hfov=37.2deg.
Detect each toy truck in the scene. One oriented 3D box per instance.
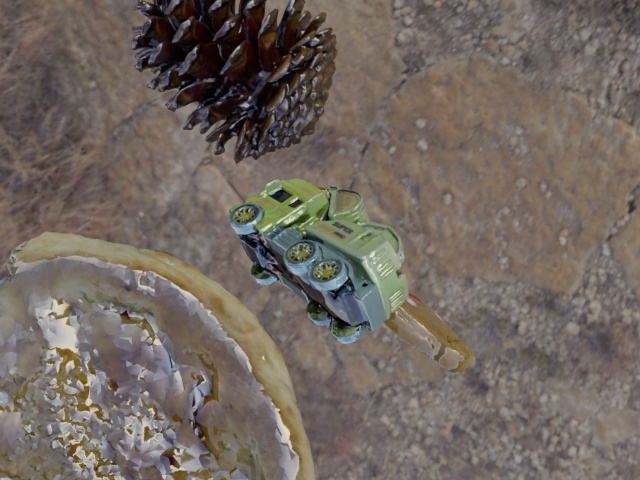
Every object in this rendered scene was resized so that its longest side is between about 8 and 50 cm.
[{"bbox_3d":[0.008,0.006,0.884,0.191,0.116,0.085,32,152,45],"label":"toy truck"}]

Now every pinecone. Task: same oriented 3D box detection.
[{"bbox_3d":[-0.116,-0.244,1.264,0.292,0.246,0.246,35,129,0],"label":"pinecone"}]

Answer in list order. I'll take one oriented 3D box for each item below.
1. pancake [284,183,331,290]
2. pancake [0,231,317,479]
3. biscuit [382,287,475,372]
[{"bbox_3d":[0.000,0.000,1.203,0.158,0.158,0.028,41,156,3],"label":"pancake"},{"bbox_3d":[-0.199,0.173,0.758,0.382,0.382,0.071,35,167,8],"label":"pancake"},{"bbox_3d":[0.065,0.050,1.010,0.035,0.184,0.249,-52,49,7],"label":"biscuit"}]
